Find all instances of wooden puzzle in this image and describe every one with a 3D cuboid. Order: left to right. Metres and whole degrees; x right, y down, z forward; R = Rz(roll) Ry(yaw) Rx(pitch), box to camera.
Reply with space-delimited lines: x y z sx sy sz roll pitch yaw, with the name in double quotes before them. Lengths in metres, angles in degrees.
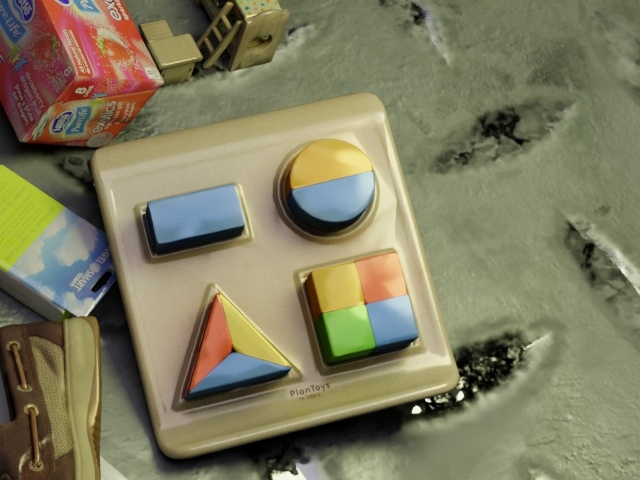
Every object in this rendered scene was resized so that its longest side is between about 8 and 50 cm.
"wooden puzzle" -0.047 0.023 1.709 0.322 0.080 0.348 -13 75 -10

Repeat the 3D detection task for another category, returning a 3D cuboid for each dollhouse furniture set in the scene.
"dollhouse furniture set" -0.152 -0.294 1.947 0.161 0.101 0.182 -16 64 -27

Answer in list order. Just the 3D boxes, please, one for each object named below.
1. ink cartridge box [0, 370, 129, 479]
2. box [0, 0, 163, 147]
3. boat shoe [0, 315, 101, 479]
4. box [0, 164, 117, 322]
"ink cartridge box" -0.315 0.308 1.519 0.330 0.071 0.324 38 54 10
"box" -0.298 -0.238 1.826 0.128 0.122 0.257 0 54 -48
"boat shoe" -0.262 0.212 1.493 0.123 0.123 0.342 3 52 -9
"box" -0.296 0.010 1.735 0.178 0.042 0.109 33 55 4
